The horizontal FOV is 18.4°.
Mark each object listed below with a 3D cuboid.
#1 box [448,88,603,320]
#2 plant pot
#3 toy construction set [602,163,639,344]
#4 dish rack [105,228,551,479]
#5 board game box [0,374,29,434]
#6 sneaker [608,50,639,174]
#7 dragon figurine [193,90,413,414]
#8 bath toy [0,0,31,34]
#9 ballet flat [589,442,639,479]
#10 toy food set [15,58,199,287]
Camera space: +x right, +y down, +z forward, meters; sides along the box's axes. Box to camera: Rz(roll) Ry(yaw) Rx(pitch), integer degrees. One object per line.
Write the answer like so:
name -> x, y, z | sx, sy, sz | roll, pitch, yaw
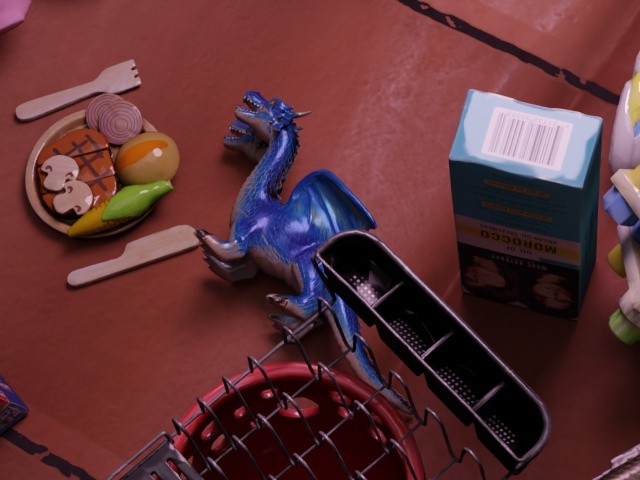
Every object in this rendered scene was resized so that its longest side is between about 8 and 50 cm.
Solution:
box -> 0.155, -0.022, 1.487 | 0.100, 0.244, 0.060 | 14, 68, 13
plant pot -> -0.013, 0.206, 1.440 | 0.191, 0.174, 0.191 | -3, 64, 6
toy construction set -> 0.309, 0.106, 1.430 | 0.215, 0.151, 0.328 | 23, 49, -31
dish rack -> -0.005, 0.150, 1.330 | 0.271, 0.074, 0.208 | -40, 68, -11
board game box -> -0.348, 0.159, 1.519 | 0.194, 0.194, 0.060 | -45, 66, 2
sneaker -> 0.328, -0.137, 1.606 | 0.126, 0.091, 0.240 | 24, 69, 16
dragon figurine -> 0.000, 0.000, 1.584 | 0.144, 0.085, 0.289 | -44, 66, -13
bath toy -> -0.311, -0.220, 1.703 | 0.348, 0.129, 0.151 | -30, 65, -8
ballet flat -> 0.173, 0.227, 1.464 | 0.250, 0.084, 0.058 | -28, 63, -13
toy food set -> -0.185, -0.063, 1.662 | 0.132, 0.038, 0.192 | -21, 64, -3
